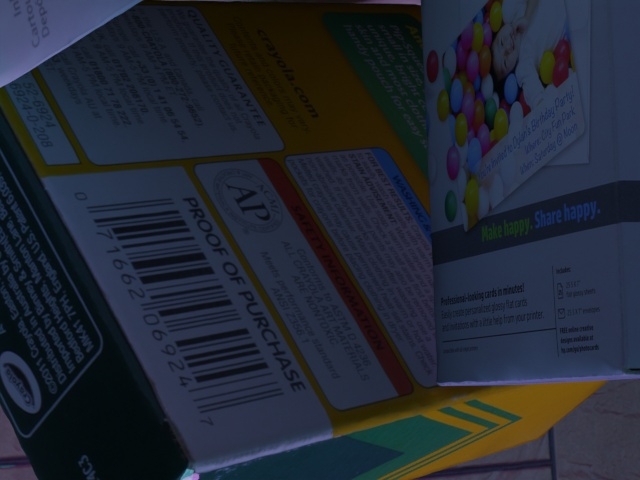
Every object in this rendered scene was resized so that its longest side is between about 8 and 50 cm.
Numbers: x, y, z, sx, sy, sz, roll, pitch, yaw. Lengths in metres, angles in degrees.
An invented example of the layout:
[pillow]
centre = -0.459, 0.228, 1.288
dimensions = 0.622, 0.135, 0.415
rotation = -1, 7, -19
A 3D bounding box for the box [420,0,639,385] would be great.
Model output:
[box]
centre = 0.078, -0.045, 0.560
dimensions = 0.038, 0.186, 0.145
rotation = 1, 174, -19

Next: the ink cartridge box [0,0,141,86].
[ink cartridge box]
centre = -0.212, -0.053, 0.491
dimensions = 0.275, 0.060, 0.239
rotation = -6, -158, 24

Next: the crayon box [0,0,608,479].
[crayon box]
centre = 0.000, 0.000, 0.696
dimensions = 0.323, 0.203, 0.083
rotation = -8, 149, -46
